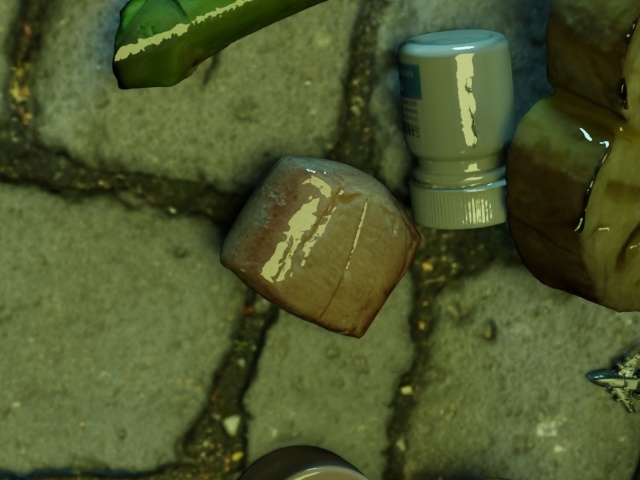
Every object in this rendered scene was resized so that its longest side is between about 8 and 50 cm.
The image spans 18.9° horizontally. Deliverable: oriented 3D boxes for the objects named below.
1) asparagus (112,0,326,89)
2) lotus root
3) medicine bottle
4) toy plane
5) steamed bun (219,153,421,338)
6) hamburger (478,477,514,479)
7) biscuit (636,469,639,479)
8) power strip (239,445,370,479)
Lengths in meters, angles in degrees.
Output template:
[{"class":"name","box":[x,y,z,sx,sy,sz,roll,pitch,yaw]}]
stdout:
[{"class":"asparagus","box":[-0.036,-0.225,1.673,0.343,0.085,0.082,-27,113,-13]},{"class":"lotus root","box":[0.336,-0.117,1.757,0.375,0.111,0.390,15,100,-43]},{"class":"medicine bottle","box":[0.126,-0.102,1.744,0.105,0.105,0.168,-10,105,-17]},{"class":"toy plane","box":[0.304,0.137,1.898,0.083,0.031,0.078,0,115,-22]},{"class":"steamed bun","box":[0.000,0.000,1.727,0.175,0.106,0.145,32,85,-36]},{"class":"hamburger","box":[0.153,0.338,1.804,0.246,0.170,0.246,-24,128,-35]},{"class":"biscuit","box":[0.368,0.269,1.840,0.062,0.237,0.290,15,94,-20]},{"class":"power strip","box":[-0.009,0.271,1.792,0.154,0.078,0.154,-4,100,-20]}]
